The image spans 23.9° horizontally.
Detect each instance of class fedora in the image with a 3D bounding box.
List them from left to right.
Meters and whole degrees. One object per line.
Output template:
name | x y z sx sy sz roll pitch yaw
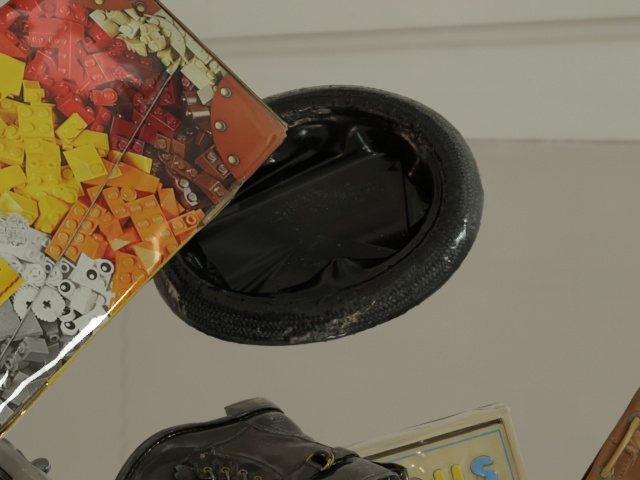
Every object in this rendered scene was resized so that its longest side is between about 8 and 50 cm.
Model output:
fedora | 0.000 0.000 1.506 0.334 0.334 0.152 -61 156 -25

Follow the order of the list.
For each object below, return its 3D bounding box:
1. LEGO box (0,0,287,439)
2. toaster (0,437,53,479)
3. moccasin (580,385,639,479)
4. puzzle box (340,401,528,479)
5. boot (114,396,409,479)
LEGO box | -0.291 0.066 1.100 0.193 0.500 0.372 44 54 -4
toaster | -0.302 0.290 1.395 0.186 0.168 0.110 -35 128 -23
moccasin | 0.202 0.264 1.317 0.147 0.380 0.139 39 38 4
puzzle box | 0.058 0.371 1.750 0.052 0.409 0.272 -109 -178 -87
boot | -0.067 0.264 1.597 0.263 0.229 0.091 -28 124 -30
